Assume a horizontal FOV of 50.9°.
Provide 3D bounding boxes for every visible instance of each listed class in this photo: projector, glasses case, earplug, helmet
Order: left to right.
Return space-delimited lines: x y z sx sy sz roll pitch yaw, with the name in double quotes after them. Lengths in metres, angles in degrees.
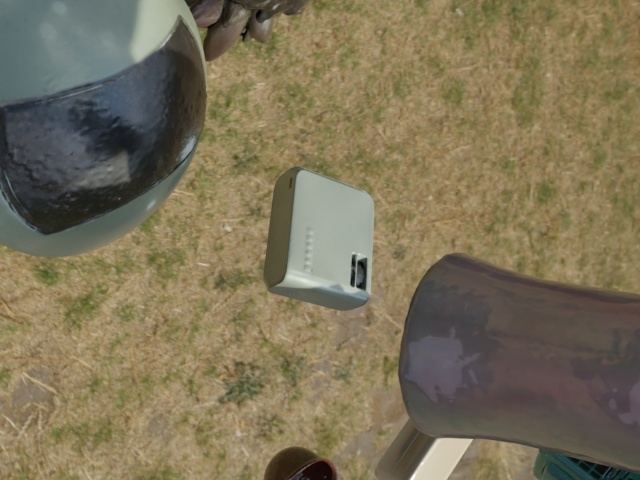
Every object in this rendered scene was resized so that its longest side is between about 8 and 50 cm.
-0.057 0.465 1.329 0.155 0.106 0.175 -35 142 -19 "helmet"
0.000 0.000 1.363 0.198 0.108 0.251 17 64 -28 "projector"
0.244 0.357 1.313 0.336 0.076 0.144 -50 137 -19 "glasses case"
0.234 0.106 0.531 0.172 0.301 0.173 -7 99 -49 "earplug"

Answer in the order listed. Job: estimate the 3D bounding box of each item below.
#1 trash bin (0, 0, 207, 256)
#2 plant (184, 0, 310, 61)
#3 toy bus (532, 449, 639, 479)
-0.322 -0.171 0.675 0.280 0.431 0.281 -41 144 -38 "trash bin"
-0.102 -0.423 1.045 0.194 0.320 0.182 -3 76 -47 "plant"
0.503 0.421 1.172 0.147 0.256 0.128 -33 140 -29 "toy bus"
